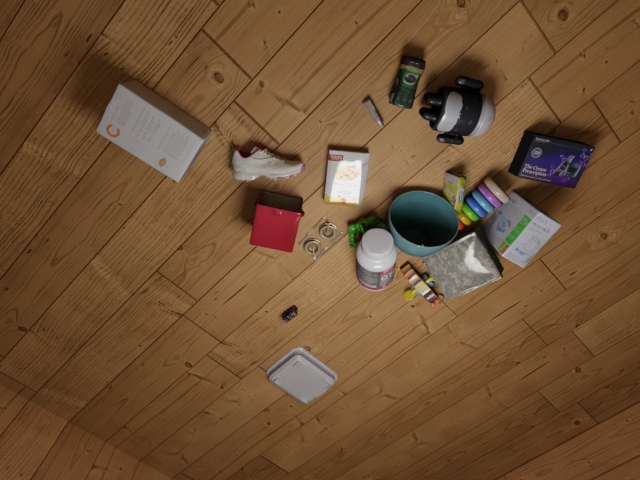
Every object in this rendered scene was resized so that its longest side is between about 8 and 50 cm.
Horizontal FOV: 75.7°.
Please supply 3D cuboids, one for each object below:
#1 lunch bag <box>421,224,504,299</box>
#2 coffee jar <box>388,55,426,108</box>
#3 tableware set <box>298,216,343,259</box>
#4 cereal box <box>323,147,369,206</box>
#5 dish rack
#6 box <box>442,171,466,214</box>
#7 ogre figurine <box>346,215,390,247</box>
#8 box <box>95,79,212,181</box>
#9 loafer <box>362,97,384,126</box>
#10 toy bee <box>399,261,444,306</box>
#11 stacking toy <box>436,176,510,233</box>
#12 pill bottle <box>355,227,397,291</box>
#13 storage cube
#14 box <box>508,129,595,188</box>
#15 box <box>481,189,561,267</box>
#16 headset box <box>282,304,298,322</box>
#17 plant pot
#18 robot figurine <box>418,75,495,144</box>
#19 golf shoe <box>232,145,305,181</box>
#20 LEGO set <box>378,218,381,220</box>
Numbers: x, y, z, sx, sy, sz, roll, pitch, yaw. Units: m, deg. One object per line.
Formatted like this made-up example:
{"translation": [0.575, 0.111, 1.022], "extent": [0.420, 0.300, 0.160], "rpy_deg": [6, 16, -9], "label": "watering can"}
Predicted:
{"translation": [0.623, 0.106, 1.829], "extent": [0.287, 0.169, 0.235], "rpy_deg": [-31, 89, 30], "label": "lunch bag"}
{"translation": [0.334, -0.608, 1.582], "extent": [0.096, 0.079, 0.184], "rpy_deg": [14, 116, -4], "label": "coffee jar"}
{"translation": [0.000, 0.000, 1.899], "extent": [0.128, 0.039, 0.194], "rpy_deg": [38, 110, -17], "label": "tableware set"}
{"translation": [0.109, -0.268, 1.764], "extent": [0.173, 0.047, 0.239], "rpy_deg": [4, 116, -3], "label": "cereal box"}
{"translation": [-0.100, 0.760, 2.257], "extent": [0.333, 0.072, 0.286], "rpy_deg": [41, 108, -19], "label": "dish rack"}
{"translation": [0.570, -0.196, 1.765], "extent": [0.043, 0.105, 0.179], "rpy_deg": [-5, 113, -16], "label": "box"}
{"translation": [0.206, -0.044, 1.846], "extent": [0.197, 0.096, 0.118], "rpy_deg": [-10, 123, 35], "label": "ogre figurine"}
{"translation": [-0.640, -0.428, 1.611], "extent": [0.346, 0.168, 0.215], "rpy_deg": [33, 112, -16], "label": "box"}
{"translation": [0.212, -0.508, 1.655], "extent": [0.039, 0.045, 0.125], "rpy_deg": [-23, 109, 29], "label": "loafer"}
{"translation": [0.509, 0.228, 1.952], "extent": [0.299, 0.162, 0.195], "rpy_deg": [22, 112, -11], "label": "toy bee"}
{"translation": [0.652, -0.121, 1.807], "extent": [0.141, 0.141, 0.330], "rpy_deg": [38, 116, -17], "label": "stacking toy"}
{"translation": [0.242, 0.083, 1.794], "extent": [0.177, 0.176, 0.318], "rpy_deg": [-6, 149, 2], "label": "pill bottle"}
{"translation": [-0.187, -0.084, 1.776], "extent": [0.215, 0.183, 0.192], "rpy_deg": [12, 116, -7], "label": "storage cube"}
{"translation": [0.955, -0.337, 1.713], "extent": [0.262, 0.103, 0.184], "rpy_deg": [10, 113, -5], "label": "box"}
{"translation": [0.847, -0.053, 1.760], "extent": [0.127, 0.261, 0.231], "rpy_deg": [26, 114, -12], "label": "box"}
{"translation": [-0.149, 0.365, 2.065], "extent": [0.083, 0.062, 0.032], "rpy_deg": [-35, 112, 14], "label": "headset box"}
{"translation": [0.422, -0.042, 1.778], "extent": [0.291, 0.289, 0.195], "rpy_deg": [3, 147, -2], "label": "plant pot"}
{"translation": [0.530, -0.498, 1.592], "extent": [0.279, 0.173, 0.209], "rpy_deg": [9, 159, -5], "label": "robot figurine"}
{"translation": [-0.219, -0.323, 1.701], "extent": [0.307, 0.115, 0.140], "rpy_deg": [-4, 113, 0], "label": "golf shoe"}
{"translation": [0.273, -0.060, 1.882], "extent": [0.054, 0.023, 0.083], "rpy_deg": [-31, 113, 14], "label": "LEGO set"}
